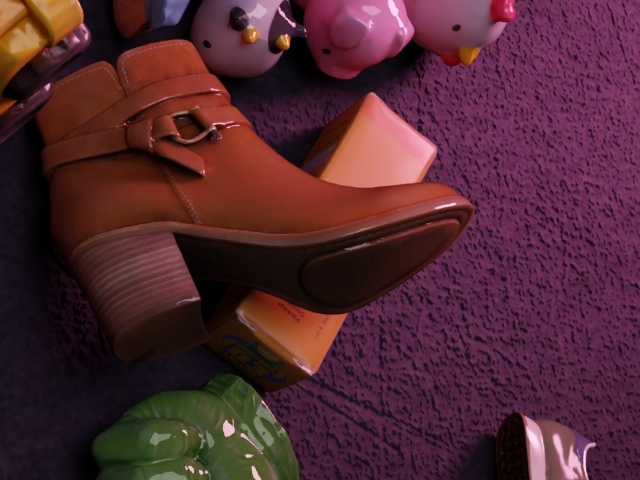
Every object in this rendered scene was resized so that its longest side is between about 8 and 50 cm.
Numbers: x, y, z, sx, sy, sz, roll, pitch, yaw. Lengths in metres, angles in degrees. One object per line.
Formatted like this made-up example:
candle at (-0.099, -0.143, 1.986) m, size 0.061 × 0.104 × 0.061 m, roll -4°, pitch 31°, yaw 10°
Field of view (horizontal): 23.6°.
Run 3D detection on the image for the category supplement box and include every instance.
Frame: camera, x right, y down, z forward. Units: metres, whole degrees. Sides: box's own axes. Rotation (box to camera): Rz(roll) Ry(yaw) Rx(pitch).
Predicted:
supplement box at (0.000, 0.000, 1.168) m, size 0.078 × 0.080 × 0.233 m, roll 40°, pitch 55°, yaw -14°

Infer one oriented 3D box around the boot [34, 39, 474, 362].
boot at (-0.054, -0.048, 1.082) m, size 0.283 × 0.109 × 0.220 m, roll -19°, pitch 60°, yaw -10°

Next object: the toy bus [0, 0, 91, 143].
toy bus at (-0.274, -0.103, 0.945) m, size 0.149 × 0.220 × 0.211 m, roll 50°, pitch 61°, yaw -6°

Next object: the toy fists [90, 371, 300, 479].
toy fists at (-0.052, 0.230, 1.046) m, size 0.142 × 0.096 × 0.279 m, roll -33°, pitch 95°, yaw -35°

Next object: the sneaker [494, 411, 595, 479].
sneaker at (0.191, 0.235, 1.218) m, size 0.086 × 0.064 × 0.192 m, roll 12°, pitch 65°, yaw -24°

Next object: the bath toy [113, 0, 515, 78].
bath toy at (0.012, -0.196, 1.212) m, size 0.348 × 0.129 × 0.151 m, roll 2°, pitch 107°, yaw -32°
